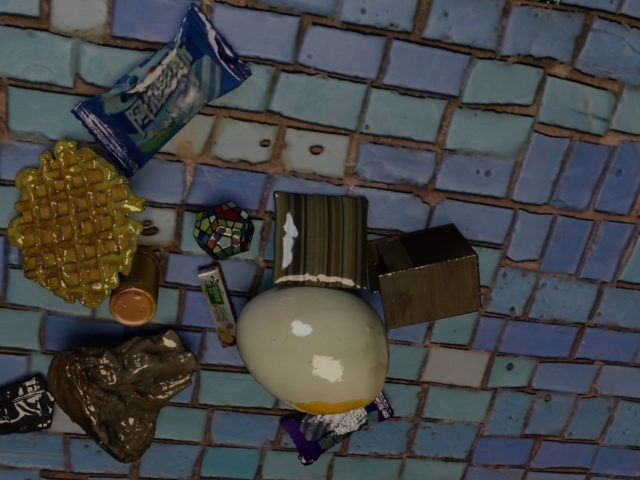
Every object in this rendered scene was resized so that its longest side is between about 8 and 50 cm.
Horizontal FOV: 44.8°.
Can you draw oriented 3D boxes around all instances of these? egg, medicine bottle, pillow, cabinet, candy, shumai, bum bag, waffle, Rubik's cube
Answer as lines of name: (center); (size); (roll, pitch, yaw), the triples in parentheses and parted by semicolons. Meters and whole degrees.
egg: (-0.018, 0.227, 1.693); (0.345, 0.283, 0.283); (21, 110, -5)
medicine bottle: (-0.385, 0.093, 1.623); (0.096, 0.192, 0.096); (-4, 116, -8)
pillow: (0.000, 0.000, 1.668); (0.212, 0.052, 0.208); (4, 75, -10)
cabinet: (0.222, 0.081, 1.721); (0.215, 0.175, 0.148); (-11, 115, -4)
candy: (-0.312, -0.290, 1.524); (0.331, 0.077, 0.187); (-37, 117, 6)
shumai: (-0.443, 0.319, 1.766); (0.283, 0.217, 0.346); (-46, 129, -21)
bum bag: (-0.752, 0.405, 1.778); (0.310, 0.074, 0.137); (-16, 106, -2)
waffle: (-0.492, -0.031, 1.544); (0.325, 0.068, 0.302); (36, 103, 19)
candy: (0.037, 0.444, 1.922); (0.275, 0.070, 0.145); (-32, 107, 9)
Rubik's cube: (-0.204, -0.019, 1.644); (0.112, 0.133, 0.133); (9, 115, 14)

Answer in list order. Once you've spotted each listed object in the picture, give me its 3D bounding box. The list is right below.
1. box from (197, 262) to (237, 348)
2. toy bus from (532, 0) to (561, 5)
box: (-0.225, 0.149, 1.758); (0.050, 0.041, 0.207); (-13, 116, 1)
toy bus: (0.349, -0.570, 1.466); (0.271, 0.133, 0.164); (20, 105, -20)
